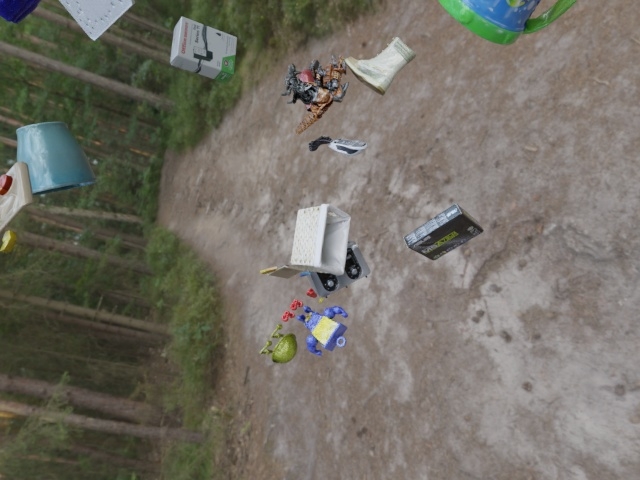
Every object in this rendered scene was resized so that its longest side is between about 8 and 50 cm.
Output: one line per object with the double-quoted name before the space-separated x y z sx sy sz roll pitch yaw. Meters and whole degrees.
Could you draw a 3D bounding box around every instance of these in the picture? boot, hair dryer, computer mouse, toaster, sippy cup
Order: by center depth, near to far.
"sippy cup" 0.389 -0.572 0.925 0.240 0.306 0.224 58 142 18
"toaster" 0.040 0.079 1.337 0.110 0.168 0.186 66 172 -7
"boot" 0.186 -0.572 1.427 0.165 0.077 0.213 -48 52 11
"computer mouse" 0.065 -0.309 1.493 0.106 0.193 0.042 -41 -41 -48
"hair dryer" 0.000 -0.665 1.977 0.080 0.224 0.293 -31 22 50

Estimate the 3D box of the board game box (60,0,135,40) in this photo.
"board game box" -0.687 -0.775 1.208 0.390 0.390 0.050 7 50 49

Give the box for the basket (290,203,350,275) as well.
"basket" 0.000 0.000 1.176 0.103 0.113 0.167 -2 74 38

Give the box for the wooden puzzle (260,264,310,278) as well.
"wooden puzzle" -0.085 0.076 1.110 0.079 0.116 0.014 -20 65 31

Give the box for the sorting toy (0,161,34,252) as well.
"sorting toy" -0.929 -0.075 1.302 0.229 0.041 0.307 -40 55 7

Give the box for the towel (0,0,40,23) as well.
"towel" -0.993 -0.881 1.468 0.308 0.227 0.076 -34 57 9

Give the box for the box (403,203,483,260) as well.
"box" 0.379 -0.019 1.377 0.191 0.184 0.045 -35 57 25

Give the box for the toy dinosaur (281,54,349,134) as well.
"toy dinosaur" -0.019 -0.561 1.696 0.322 0.218 0.164 -60 -15 -25

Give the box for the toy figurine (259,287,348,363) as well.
"toy figurine" -0.016 0.334 1.619 0.217 0.191 0.362 31 82 28

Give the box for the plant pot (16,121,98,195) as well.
"plant pot" -1.075 -0.330 1.801 0.272 0.272 0.255 -167 62 -70

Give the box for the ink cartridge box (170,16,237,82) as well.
"ink cartridge box" -0.416 -0.679 1.610 0.087 0.208 0.153 -7 77 58
